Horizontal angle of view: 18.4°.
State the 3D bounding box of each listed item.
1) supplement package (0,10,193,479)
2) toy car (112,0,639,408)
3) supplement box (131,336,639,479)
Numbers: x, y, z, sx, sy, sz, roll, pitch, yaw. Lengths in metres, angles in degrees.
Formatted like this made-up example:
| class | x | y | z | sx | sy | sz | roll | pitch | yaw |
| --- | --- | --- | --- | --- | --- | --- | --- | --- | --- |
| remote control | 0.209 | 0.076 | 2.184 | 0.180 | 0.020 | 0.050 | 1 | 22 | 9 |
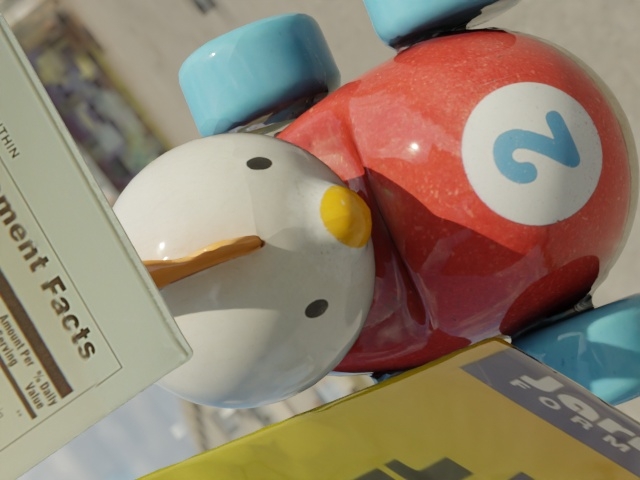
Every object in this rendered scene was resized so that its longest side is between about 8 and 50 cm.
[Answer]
| class | x | y | z | sx | sy | sz | roll | pitch | yaw |
| --- | --- | --- | --- | --- | --- | --- | --- | --- | --- |
| supplement package | -0.216 | 0.005 | 0.500 | 0.199 | 0.263 | 0.198 | 22 | 144 | 61 |
| toy car | 0.000 | 0.000 | 0.814 | 0.238 | 0.210 | 0.219 | -15 | -98 | -56 |
| supplement box | 0.012 | 0.168 | 0.388 | 0.195 | 0.194 | 0.356 | 32 | -162 | 19 |
